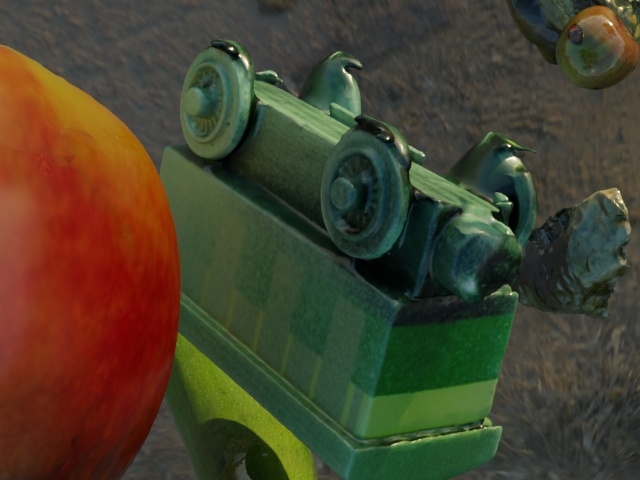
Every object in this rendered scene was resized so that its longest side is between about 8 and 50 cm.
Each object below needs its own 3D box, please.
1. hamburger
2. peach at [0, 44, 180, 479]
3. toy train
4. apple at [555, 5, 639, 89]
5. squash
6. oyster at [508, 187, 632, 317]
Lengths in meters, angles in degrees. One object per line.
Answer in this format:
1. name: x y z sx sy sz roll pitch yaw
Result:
1. hamburger: 0.257 -0.271 1.581 0.130 0.206 0.183 -31 110 4
2. peach: -0.270 0.042 0.779 0.388 0.388 0.388 -2 80 10
3. toy train: 0.000 0.000 0.870 0.301 0.120 0.202 35 119 47
4. apple: 0.266 -0.185 1.418 0.071 0.084 0.084 -35 76 22
5. squash: -0.062 0.134 1.055 0.082 0.292 0.082 -7 114 -16
6. oyster: 0.323 0.032 1.965 0.110 0.341 0.166 -14 89 -18
